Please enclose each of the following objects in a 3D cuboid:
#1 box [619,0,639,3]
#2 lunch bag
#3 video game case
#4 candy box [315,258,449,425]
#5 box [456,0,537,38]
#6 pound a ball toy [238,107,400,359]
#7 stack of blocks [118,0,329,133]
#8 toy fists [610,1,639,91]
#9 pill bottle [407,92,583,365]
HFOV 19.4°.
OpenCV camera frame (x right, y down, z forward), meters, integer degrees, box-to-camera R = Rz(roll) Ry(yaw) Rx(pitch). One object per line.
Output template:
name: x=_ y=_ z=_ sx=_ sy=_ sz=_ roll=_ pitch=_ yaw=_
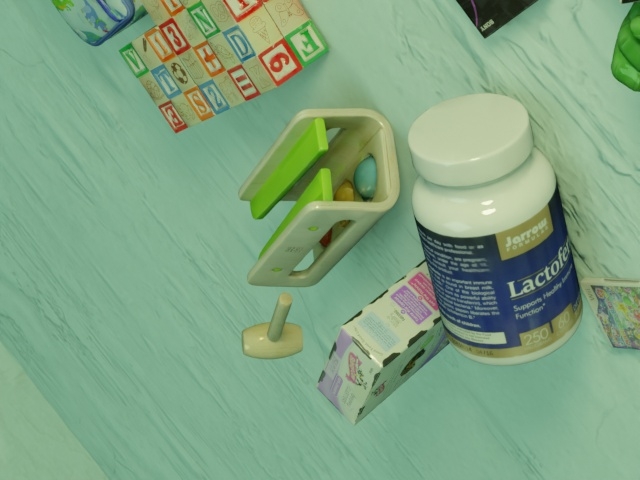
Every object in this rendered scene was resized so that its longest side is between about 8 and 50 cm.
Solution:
box: x=0.246 y=-0.311 z=1.524 sx=0.114 sy=0.036 sz=0.207 roll=-112 pitch=14 yaw=-49
lunch bag: x=-0.298 y=-0.361 z=2.337 sx=0.219 sy=0.090 sz=0.176 roll=56 pitch=150 yaw=-10
video game case: x=0.332 y=0.079 z=1.969 sx=0.122 sy=0.011 sz=0.087 roll=1 pitch=125 yaw=57
candy box: x=0.097 y=0.103 z=2.159 sx=0.070 sy=0.196 sz=0.165 roll=45 pitch=152 yaw=14
box: x=0.145 y=-0.283 z=1.805 sx=0.162 sy=0.029 sz=0.116 roll=52 pitch=153 yaw=-3
pound a ball toy: x=0.000 y=0.000 z=2.217 sx=0.319 sy=0.135 sz=0.208 roll=131 pitch=136 yaw=-63
stack of blocks: x=-0.131 y=-0.244 z=2.215 sx=0.171 sy=0.087 sz=0.297 roll=57 pitch=153 yaw=-9
toy fists: x=0.344 y=-0.174 z=1.555 sx=0.142 sy=0.096 sz=0.279 roll=56 pitch=154 yaw=-4
pill bottle: x=0.178 y=-0.012 z=1.942 sx=0.153 sy=0.153 sz=0.265 roll=23 pitch=142 yaw=43
